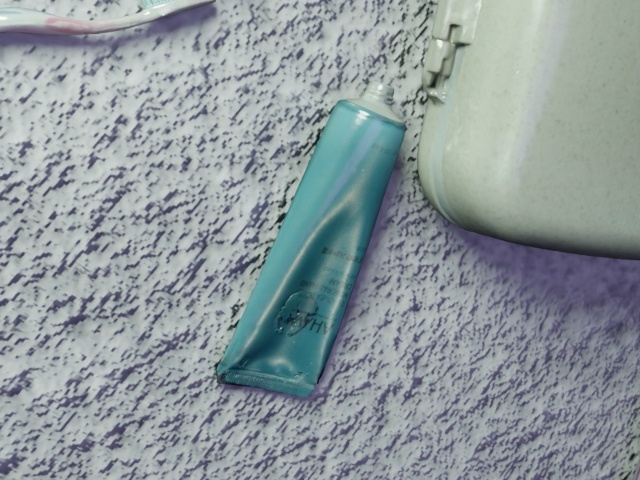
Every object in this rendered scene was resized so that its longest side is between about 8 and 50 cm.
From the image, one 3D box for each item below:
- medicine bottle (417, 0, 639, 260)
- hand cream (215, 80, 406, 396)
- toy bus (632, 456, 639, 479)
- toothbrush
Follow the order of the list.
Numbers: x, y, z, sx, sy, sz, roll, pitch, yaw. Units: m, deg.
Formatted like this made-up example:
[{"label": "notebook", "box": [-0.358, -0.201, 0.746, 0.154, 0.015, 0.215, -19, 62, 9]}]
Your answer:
[{"label": "medicine bottle", "box": [0.213, -0.174, 0.695, 0.282, 0.123, 0.375, 6, 99, -32]}, {"label": "hand cream", "box": [0.000, 0.000, 0.674, 0.083, 0.048, 0.224, 15, 101, -34]}, {"label": "toy bus", "box": [0.367, 0.188, 0.868, 0.142, 0.142, 0.202, 12, 98, -31]}, {"label": "toothbrush", "box": [-0.181, -0.115, 0.549, 0.269, 0.021, 0.027, -18, 93, -25]}]
